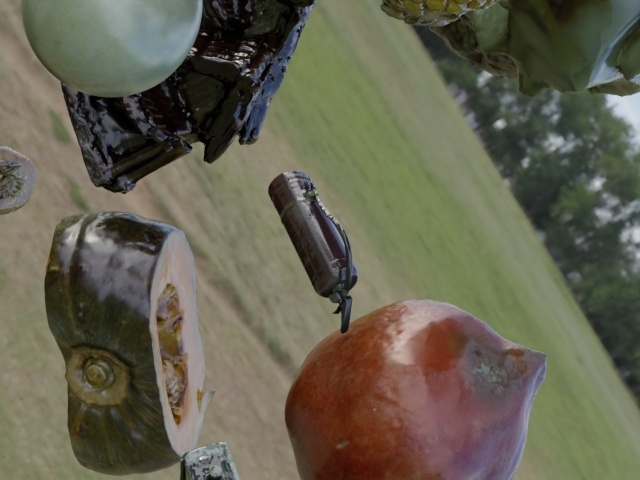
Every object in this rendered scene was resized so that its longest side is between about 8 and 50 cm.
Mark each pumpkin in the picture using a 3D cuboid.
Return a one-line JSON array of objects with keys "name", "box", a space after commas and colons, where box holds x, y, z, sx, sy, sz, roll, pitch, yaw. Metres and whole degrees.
[{"name": "pumpkin", "box": [-0.218, 0.110, 1.322, 0.222, 0.139, 0.317, -72, 157, -63]}]

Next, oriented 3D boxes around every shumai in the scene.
[{"name": "shumai", "box": [0.225, -0.248, 0.940, 0.395, 0.395, 0.348, 55, 27, -19]}]

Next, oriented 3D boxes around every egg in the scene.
[{"name": "egg", "box": [-0.133, -0.154, 0.732, 0.114, 0.114, 0.152, 55, 18, -22]}]

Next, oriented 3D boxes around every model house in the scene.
[{"name": "model house", "box": [-0.136, -0.254, 1.294, 0.317, 0.282, 0.297, -68, 139, -62]}]

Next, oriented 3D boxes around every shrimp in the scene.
[{"name": "shrimp", "box": [-0.461, -0.089, 1.577, 0.045, 0.095, 0.162, 32, 3, 33]}]

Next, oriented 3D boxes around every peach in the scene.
[{"name": "peach", "box": [0.102, 0.169, 1.099, 0.232, 0.256, 0.232, -18, 90, -73]}]

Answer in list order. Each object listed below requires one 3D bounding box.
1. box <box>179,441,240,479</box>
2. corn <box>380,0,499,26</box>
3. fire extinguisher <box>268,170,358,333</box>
[{"name": "box", "box": [-0.059, 0.321, 0.918, 0.211, 0.045, 0.270, 101, -30, -52]}, {"name": "corn", "box": [0.081, -0.261, 0.620, 0.106, 0.106, 0.293, -110, -159, -56]}, {"name": "fire extinguisher", "box": [0.000, 0.000, 1.033, 0.078, 0.045, 0.157, 108, -35, -47]}]
